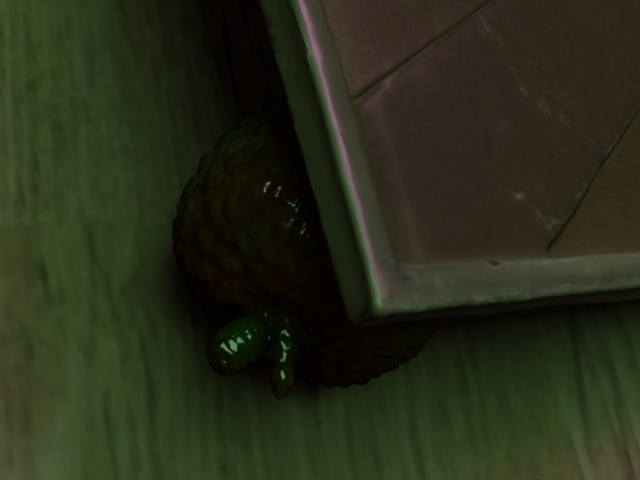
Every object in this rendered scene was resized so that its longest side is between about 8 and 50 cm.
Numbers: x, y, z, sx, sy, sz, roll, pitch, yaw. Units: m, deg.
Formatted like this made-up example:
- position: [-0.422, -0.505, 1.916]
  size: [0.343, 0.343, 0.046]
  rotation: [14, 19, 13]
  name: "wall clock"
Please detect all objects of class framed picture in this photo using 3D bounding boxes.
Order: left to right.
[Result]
- position: [0.145, -0.130, 0.610]
  size: [0.446, 0.028, 0.326]
  rotation: [-2, 70, -37]
  name: "framed picture"

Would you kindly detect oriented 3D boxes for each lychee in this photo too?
- position: [0.000, 0.000, 0.531]
  size: [0.114, 0.114, 0.146]
  rotation: [29, 54, -6]
  name: "lychee"
